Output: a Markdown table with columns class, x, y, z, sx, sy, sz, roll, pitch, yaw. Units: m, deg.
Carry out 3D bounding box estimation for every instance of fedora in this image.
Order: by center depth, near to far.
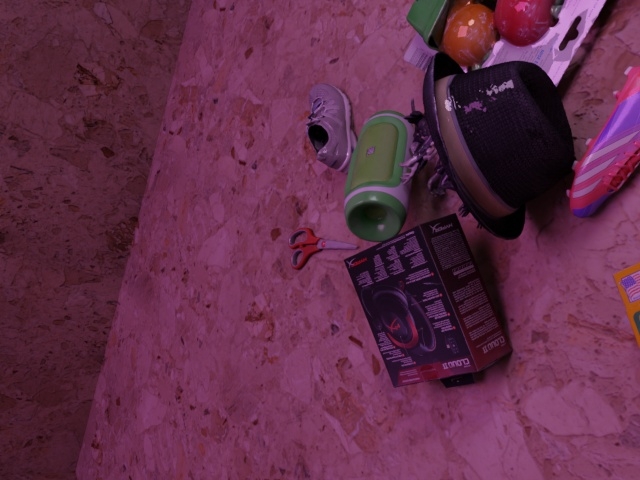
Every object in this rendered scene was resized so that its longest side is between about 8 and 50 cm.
| class | x | y | z | sx | sy | sz | roll | pitch | yaw |
| --- | --- | --- | --- | --- | --- | --- | --- | --- | --- |
| fedora | 0.299 | -0.165 | 1.035 | 0.152 | 0.334 | 0.334 | -20 | 64 | 33 |

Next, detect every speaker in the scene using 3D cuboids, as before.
| class | x | y | z | sx | sy | sz | roll | pitch | yaw |
| --- | --- | --- | --- | --- | --- | --- | --- | --- | --- |
| speaker | 0.124 | -0.137 | 1.348 | 0.131 | 0.131 | 0.297 | -44 | 23 | 41 |

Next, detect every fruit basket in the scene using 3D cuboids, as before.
| class | x | y | z | sx | sy | sz | roll | pitch | yaw |
| --- | --- | --- | --- | --- | --- | --- | --- | --- | --- |
| fruit basket | 0.339 | -0.417 | 1.208 | 0.353 | 0.165 | 0.327 | 40 | 116 | 36 |

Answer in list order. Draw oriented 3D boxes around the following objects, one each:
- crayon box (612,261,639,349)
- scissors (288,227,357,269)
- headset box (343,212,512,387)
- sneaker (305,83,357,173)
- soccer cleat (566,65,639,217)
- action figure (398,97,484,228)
| class | x | y | z | sx | sy | sz | roll | pitch | yaw |
| --- | --- | --- | --- | --- | --- | --- | --- | --- | --- |
| crayon box | 0.517 | 0.151 | 0.809 | 0.203 | 0.083 | 0.323 | -39 | 51 | 44 |
| scissors | 0.000 | 0.000 | 1.673 | 0.297 | 0.021 | 0.109 | -22 | 62 | 54 |
| headset box | 0.193 | 0.128 | 1.205 | 0.218 | 0.110 | 0.293 | -29 | 81 | 50 |
| sneaker | 0.012 | -0.297 | 1.652 | 0.105 | 0.115 | 0.281 | -50 | 44 | 37 |
| soccer cleat | 0.455 | -0.138 | 0.992 | 0.095 | 0.083 | 0.248 | 35 | 113 | 38 |
| action figure | 0.226 | -0.147 | 1.260 | 0.141 | 0.164 | 0.276 | -49 | 49 | 26 |
